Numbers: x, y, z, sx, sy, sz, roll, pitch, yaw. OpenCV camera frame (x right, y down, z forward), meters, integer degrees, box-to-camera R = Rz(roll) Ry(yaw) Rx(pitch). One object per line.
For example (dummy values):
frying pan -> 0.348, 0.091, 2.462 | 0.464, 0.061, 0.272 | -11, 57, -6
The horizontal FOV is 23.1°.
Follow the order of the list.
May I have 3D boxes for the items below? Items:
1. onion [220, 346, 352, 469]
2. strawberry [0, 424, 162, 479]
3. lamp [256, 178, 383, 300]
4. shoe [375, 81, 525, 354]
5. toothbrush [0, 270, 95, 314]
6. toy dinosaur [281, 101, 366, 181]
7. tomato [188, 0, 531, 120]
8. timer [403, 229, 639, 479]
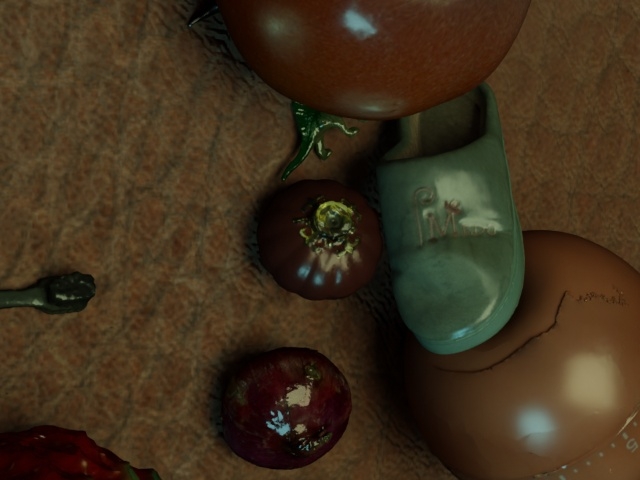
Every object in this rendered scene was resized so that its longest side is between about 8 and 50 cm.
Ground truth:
onion -> -0.025, 0.134, 1.233 | 0.107, 0.097, 0.107 | -13, 122, -22
strawberry -> -0.217, 0.268, 1.032 | 0.277, 0.257, 0.257 | -25, 114, 1
lamp -> 0.000, 0.000, 1.233 | 0.101, 0.090, 0.101 | 5, 67, -12
shoe -> 0.096, -0.037, 1.240 | 0.100, 0.103, 0.251 | 47, 36, -53
toothbrush -> -0.289, 0.045, 1.065 | 0.297, 0.030, 0.030 | -4, 75, -34
toy dinosaur -> -0.003, -0.098, 1.262 | 0.060, 0.029, 0.120 | 44, 76, -16
tomato -> 0.042, -0.215, 1.155 | 0.255, 0.224, 0.256 | 1, 87, -24
timer -> 0.188, 0.111, 1.301 | 0.230, 0.229, 0.215 | -56, 131, -16
